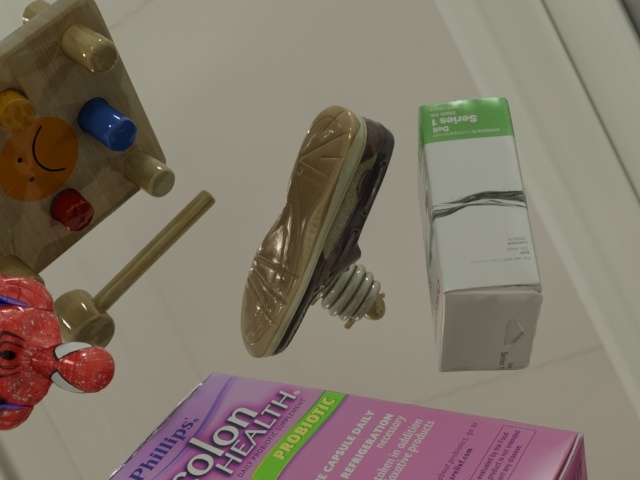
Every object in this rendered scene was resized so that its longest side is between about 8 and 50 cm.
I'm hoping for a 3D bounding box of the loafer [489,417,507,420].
[{"bbox_3d":[0.122,0.253,1.117,0.084,0.096,0.267,-9,-31,-17],"label":"loafer"}]

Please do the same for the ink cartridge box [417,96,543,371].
[{"bbox_3d":[0.148,-0.003,1.094,0.092,0.219,0.160,-4,-35,2],"label":"ink cartridge box"}]

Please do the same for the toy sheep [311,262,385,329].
[{"bbox_3d":[0.032,0.066,1.530,0.091,0.132,0.091,-58,7,11],"label":"toy sheep"}]

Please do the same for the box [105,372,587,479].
[{"bbox_3d":[0.028,0.208,0.646,0.243,0.213,0.117,4,31,31],"label":"box"}]

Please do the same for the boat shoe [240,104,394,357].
[{"bbox_3d":[0.000,0.000,1.193,0.092,0.285,0.103,13,15,-33],"label":"boat shoe"}]

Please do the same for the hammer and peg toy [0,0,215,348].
[{"bbox_3d":[-0.277,-0.059,1.192,0.266,0.361,0.127,-43,53,-19],"label":"hammer and peg toy"}]

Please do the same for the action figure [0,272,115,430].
[{"bbox_3d":[-0.247,0.044,0.571,0.280,0.091,0.139,8,-5,11],"label":"action figure"}]
